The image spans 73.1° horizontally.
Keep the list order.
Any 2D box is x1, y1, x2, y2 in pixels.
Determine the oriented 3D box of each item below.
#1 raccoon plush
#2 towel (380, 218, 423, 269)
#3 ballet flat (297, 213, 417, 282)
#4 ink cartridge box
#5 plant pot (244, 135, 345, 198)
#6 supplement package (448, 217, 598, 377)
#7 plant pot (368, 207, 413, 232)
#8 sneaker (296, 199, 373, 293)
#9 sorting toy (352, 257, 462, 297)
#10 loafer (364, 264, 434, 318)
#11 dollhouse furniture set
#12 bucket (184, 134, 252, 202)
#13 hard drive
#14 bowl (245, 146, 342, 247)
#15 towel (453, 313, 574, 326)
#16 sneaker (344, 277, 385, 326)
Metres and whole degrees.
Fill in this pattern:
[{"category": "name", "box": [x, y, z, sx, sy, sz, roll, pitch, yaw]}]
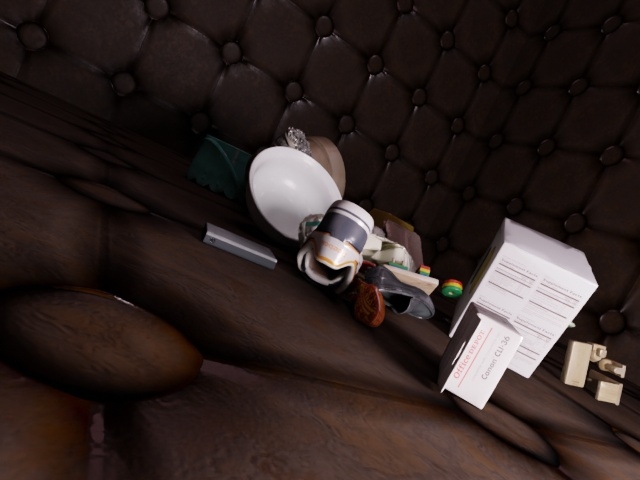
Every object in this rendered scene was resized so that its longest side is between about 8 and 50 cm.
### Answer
[{"category": "raccoon plush", "box": [0.015, -0.180, 1.394, 0.446, 0.299, 0.216, 13, 10, -14]}, {"category": "towel", "box": [0.315, 0.053, 1.637, 0.187, 0.049, 0.282, 24, 46, -23]}, {"category": "ballet flat", "box": [0.129, 0.039, 1.104, 0.408, 0.147, 0.147, 22, 7, -31]}, {"category": "ink cartridge box", "box": [0.226, 0.161, 0.624, 0.067, 0.115, 0.198, 28, 7, 16]}, {"category": "plant pot", "box": [-0.113, -0.227, 1.604, 0.280, 0.324, 0.323, -10, 28, -38]}, {"category": "supplement package", "box": [0.456, 0.124, 1.005, 0.198, 0.263, 0.199, 27, 27, 13]}, {"category": "plant pot", "box": [0.265, -0.017, 1.819, 0.212, 0.187, 0.212, 25, 3, -23]}, {"category": "sneaker", "box": [0.016, 0.040, 0.865, 0.126, 0.128, 0.321, 27, -20, 8]}, {"category": "sorting toy", "box": [0.191, 0.093, 1.040, 0.274, 0.046, 0.132, 16, -31, 0]}, {"category": "loafer", "box": [0.182, 0.135, 0.978, 0.223, 0.076, 0.078, 33, 40, -32]}, {"category": "dollhouse furniture set", "box": [0.725, 0.348, 1.196, 0.151, 0.144, 0.123, 12, 1, -1]}, {"category": "bucket", "box": [-0.369, -0.279, 1.687, 0.281, 0.183, 0.281, 25, 4, -2]}, {"category": "hard drive", "box": [-0.151, 0.010, 0.797, 0.135, 0.022, 0.094, 25, 5, -20]}, {"category": "bowl", "box": [-0.090, -0.097, 1.184, 0.297, 0.298, 0.134, 23, -36, -27]}, {"category": "towel", "box": [0.538, 0.220, 1.249, 0.247, 0.038, 0.325, 28, -21, 12]}, {"category": "sneaker", "box": [0.093, 0.112, 0.768, 0.067, 0.064, 0.175, 35, 7, -9]}]
